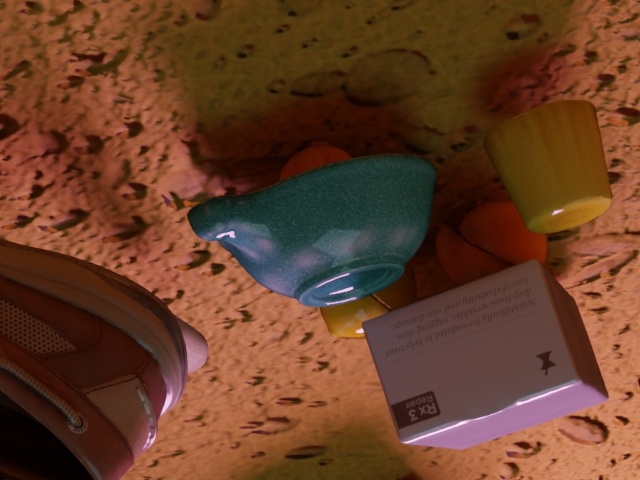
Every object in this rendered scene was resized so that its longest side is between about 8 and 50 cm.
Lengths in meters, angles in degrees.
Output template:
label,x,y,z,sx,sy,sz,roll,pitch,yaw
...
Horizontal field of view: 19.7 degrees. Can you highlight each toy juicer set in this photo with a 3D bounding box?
label,x,y,z,sx,sy,sz,roll,pitch,yaw
toy juicer set,0.000,0.000,1.115,0.329,0.089,0.209,-14,163,-12

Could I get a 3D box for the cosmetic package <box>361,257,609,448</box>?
label,x,y,z,sx,sy,sz,roll,pitch,yaw
cosmetic package,0.111,0.078,1.182,0.117,0.085,0.231,-20,167,9

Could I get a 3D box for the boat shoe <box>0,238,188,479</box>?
label,x,y,z,sx,sy,sz,roll,pitch,yaw
boat shoe,-0.232,0.044,0.937,0.324,0.116,0.123,17,136,2
